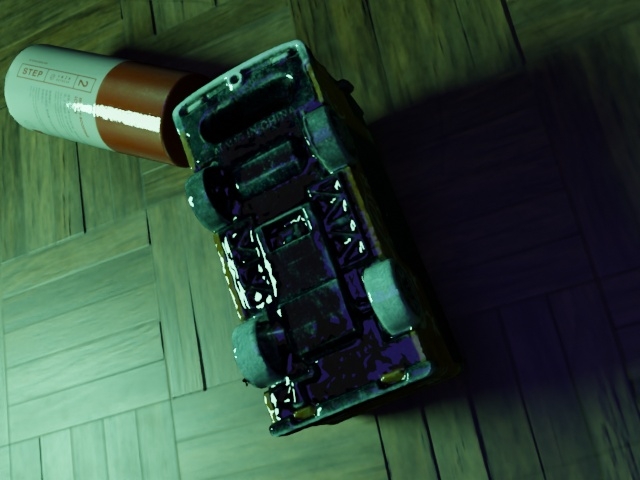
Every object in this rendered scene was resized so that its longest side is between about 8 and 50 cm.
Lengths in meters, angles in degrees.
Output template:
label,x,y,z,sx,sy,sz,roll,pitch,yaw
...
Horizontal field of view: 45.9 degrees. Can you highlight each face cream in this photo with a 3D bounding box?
label,x,y,z,sx,sy,sz,roll,pitch,yaw
face cream,-0.213,-0.140,0.775,0.214,0.096,0.095,16,83,27

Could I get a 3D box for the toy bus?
label,x,y,z,sx,sy,sz,roll,pitch,yaw
toy bus,0.000,0.000,0.603,0.139,0.167,0.275,-26,71,16
